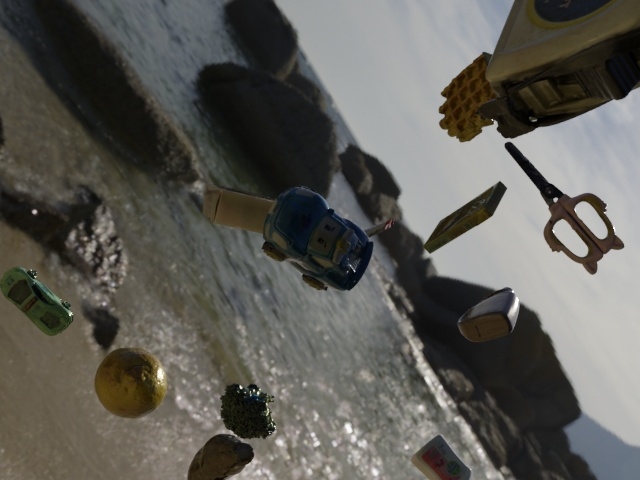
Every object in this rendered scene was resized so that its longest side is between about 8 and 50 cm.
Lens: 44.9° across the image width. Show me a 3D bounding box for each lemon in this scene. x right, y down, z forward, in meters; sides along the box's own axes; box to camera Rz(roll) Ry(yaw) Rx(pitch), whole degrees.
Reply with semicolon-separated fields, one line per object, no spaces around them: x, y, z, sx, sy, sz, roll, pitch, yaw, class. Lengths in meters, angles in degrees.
-0.439;0.329;1.800;0.170;0.170;0.207;61;-17;15;lemon

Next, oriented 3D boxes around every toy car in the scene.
0.000;0.000;1.902;0.166;0.198;0.314;12;-21;48;toy car
-0.652;0.141;1.762;0.186;0.093;0.058;46;10;-10;toy car

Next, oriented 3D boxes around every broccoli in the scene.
-0.183;0.431;2.006;0.167;0.154;0.160;20;37;-8;broccoli

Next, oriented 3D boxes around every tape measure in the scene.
0.341;-0.250;0.930;0.231;0.271;0.133;2;-33;48;tape measure

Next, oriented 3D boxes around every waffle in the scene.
0.368;-0.334;1.904;0.055;0.211;0.160;6;59;-33;waffle

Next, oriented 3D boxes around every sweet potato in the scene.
-0.175;0.410;1.393;0.085;0.286;0.112;-22;70;-39;sweet potato

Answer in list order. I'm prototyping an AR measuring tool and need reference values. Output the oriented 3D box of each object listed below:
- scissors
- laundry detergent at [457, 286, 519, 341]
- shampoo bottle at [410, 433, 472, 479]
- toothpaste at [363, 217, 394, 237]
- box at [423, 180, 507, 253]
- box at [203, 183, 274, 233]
0.481;-0.080;1.576;0.317;0.160;0.024;50;-13;6;scissors
0.483;0.206;2.226;0.076;0.171;0.237;66;26;-12;laundry detergent
0.212;0.391;1.324;0.099;0.072;0.043;47;-24;23;shampoo bottle
0.139;-0.019;2.322;0.031;0.190;0.048;60;-14;26;toothpaste
0.440;-0.068;2.365;0.041;0.279;0.153;46;47;-7;box
-0.217;-0.085;2.080;0.168;0.095;0.212;11;6;-18;box
